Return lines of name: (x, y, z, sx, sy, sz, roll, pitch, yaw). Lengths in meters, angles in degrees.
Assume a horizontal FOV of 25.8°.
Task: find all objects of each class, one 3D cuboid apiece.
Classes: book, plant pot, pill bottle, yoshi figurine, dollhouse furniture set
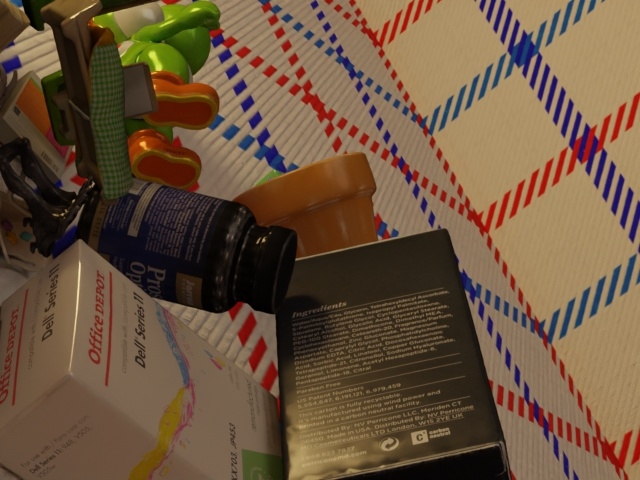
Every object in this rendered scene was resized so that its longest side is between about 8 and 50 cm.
book: (-0.329, -0.130, 1.625, 0.096, 0.035, 0.144, 49, 18, -20)
plant pot: (0.000, 0.000, 1.958, 0.188, 0.205, 0.205, 69, 19, 5)
pill bottle: (-0.142, 0.009, 1.496, 0.219, 0.123, 0.123, 14, 15, 9)
yoshi figurine: (-0.206, -0.235, 1.916, 0.203, 0.203, 0.362, 57, 6, -44)
dollhouse furniture set: (-0.204, -0.177, 1.476, 0.301, 0.151, 0.197, -142, -141, -65)

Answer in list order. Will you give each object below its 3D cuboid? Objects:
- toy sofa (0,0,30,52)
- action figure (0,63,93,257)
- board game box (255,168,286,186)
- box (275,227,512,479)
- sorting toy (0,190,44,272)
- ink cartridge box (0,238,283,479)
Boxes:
toy sofa: (-0.409, -0.305, 1.573, 0.177, 0.150, 0.362, 37, 23, -37)
action figure: (-0.341, -0.108, 1.319, 0.275, 0.141, 0.164, 33, 13, -9)
board game box: (0.037, 0.042, 2.184, 0.213, 0.046, 0.317, 17, 38, -60)
box: (0.085, 0.223, 1.491, 0.395, 0.212, 0.293, -97, 174, -59)
sorting toy: (-0.308, -0.005, 1.416, 0.083, 0.045, 0.075, 28, 36, -51)
ink cartridge box: (-0.189, 0.145, 1.279, 0.353, 0.119, 0.207, 42, 21, -29)
